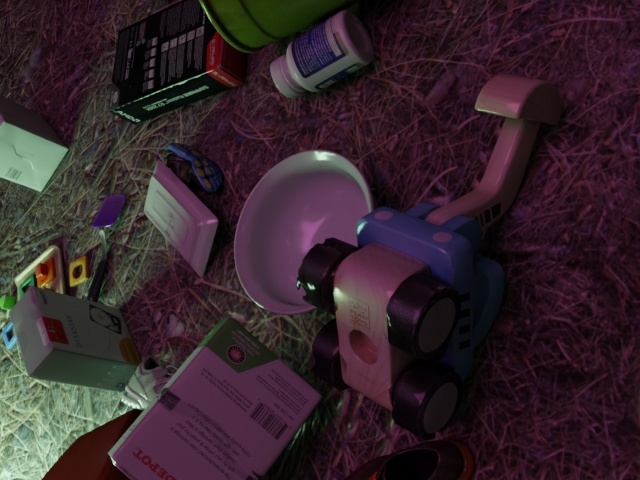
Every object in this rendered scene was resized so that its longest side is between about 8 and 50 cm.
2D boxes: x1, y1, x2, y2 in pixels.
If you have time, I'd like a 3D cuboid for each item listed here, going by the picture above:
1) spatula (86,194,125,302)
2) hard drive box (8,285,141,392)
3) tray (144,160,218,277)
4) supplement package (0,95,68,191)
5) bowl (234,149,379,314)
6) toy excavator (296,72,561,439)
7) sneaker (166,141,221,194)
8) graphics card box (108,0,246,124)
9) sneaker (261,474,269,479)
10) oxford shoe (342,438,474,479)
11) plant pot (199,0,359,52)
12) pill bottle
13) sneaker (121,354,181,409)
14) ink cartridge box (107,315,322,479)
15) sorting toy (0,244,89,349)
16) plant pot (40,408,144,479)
[{"bbox_3d":[-0.513,0.027,1.837,0.084,0.030,0.296,-6,71,34],"label":"spatula"},{"bbox_3d":[-0.510,0.211,1.637,0.089,0.232,0.181,-47,53,16],"label":"hard drive box"},{"bbox_3d":[-0.311,-0.050,1.674,0.270,0.030,0.145,42,125,39],"label":"tray"},{"bbox_3d":[-0.819,-0.265,2.071,0.149,0.194,0.203,-54,50,9],"label":"supplement package"},{"bbox_3d":[0.000,0.000,1.378,0.298,0.134,0.297,-14,65,33],"label":"bowl"},{"bbox_3d":[0.196,0.004,1.188,0.222,0.445,0.432,22,130,40],"label":"toy excavator"},{"bbox_3d":[-0.278,-0.147,1.703,0.188,0.067,0.078,39,120,38],"label":"sneaker"},{"bbox_3d":[-0.332,-0.430,1.816,0.371,0.094,0.232,-12,68,33],"label":"graphics card box"},{"bbox_3d":[-0.145,0.508,1.353,0.086,0.085,0.237,-1,74,55],"label":"sneaker"},{"bbox_3d":[0.095,0.369,1.196,0.271,0.098,0.096,-34,56,24],"label":"oxford shoe"},{"bbox_3d":[-0.020,-0.580,1.492,0.353,0.366,0.366,-8,69,23],"label":"plant pot"},{"bbox_3d":[-0.001,-0.355,1.519,0.187,0.112,0.111,-23,61,29],"label":"pill bottle"},{"bbox_3d":[-0.286,0.290,1.518,0.281,0.105,0.115,7,79,40],"label":"sneaker"},{"bbox_3d":[-0.173,0.303,1.279,0.289,0.211,0.121,-50,7,-21],"label":"ink cartridge box"},{"bbox_3d":[-0.703,0.128,1.938,0.348,0.047,0.195,-37,55,22],"label":"sorting toy"},{"bbox_3d":[-0.355,0.468,1.404,0.267,0.267,0.235,-30,30,26],"label":"plant pot"}]
